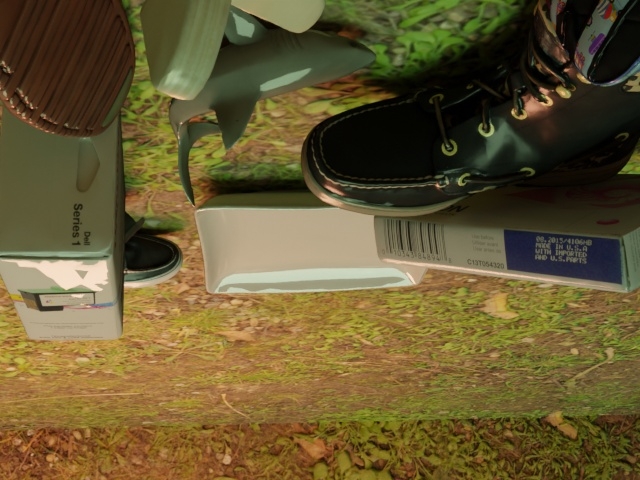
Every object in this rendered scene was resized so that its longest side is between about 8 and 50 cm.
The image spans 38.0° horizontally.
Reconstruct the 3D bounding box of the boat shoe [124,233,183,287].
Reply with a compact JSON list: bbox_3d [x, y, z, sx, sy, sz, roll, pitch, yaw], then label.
[{"bbox_3d":[-0.307,0.013,1.299,0.228,0.080,0.076,7,159,-7],"label":"boat shoe"}]

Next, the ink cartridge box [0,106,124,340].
[{"bbox_3d":[-0.277,-0.024,1.022,0.117,0.202,0.278,0,158,-10],"label":"ink cartridge box"}]

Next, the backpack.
[{"bbox_3d":[0.254,-0.200,0.685,0.116,0.158,0.173,3,136,-24],"label":"backpack"}]

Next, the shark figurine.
[{"bbox_3d":[-0.097,-0.127,0.922,0.166,0.116,0.278,18,148,-41],"label":"shark figurine"}]

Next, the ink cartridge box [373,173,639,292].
[{"bbox_3d":[0.287,-0.034,1.063,0.330,0.072,0.324,-22,-162,-39],"label":"ink cartridge box"}]

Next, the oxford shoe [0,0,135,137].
[{"bbox_3d":[-0.283,-0.197,0.741,0.146,0.141,0.397,22,172,21],"label":"oxford shoe"}]

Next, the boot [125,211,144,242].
[{"bbox_3d":[-0.341,-0.021,1.211,0.197,0.137,0.077,34,158,11],"label":"boot"}]

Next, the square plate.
[{"bbox_3d":[0.000,0.000,1.344,0.347,0.049,0.344,-2,159,-5],"label":"square plate"}]

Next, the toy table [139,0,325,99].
[{"bbox_3d":[-0.059,-0.221,0.541,0.274,0.252,0.161,24,131,-29],"label":"toy table"}]

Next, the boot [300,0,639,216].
[{"bbox_3d":[0.180,-0.141,0.892,0.377,0.138,0.284,-4,160,-11],"label":"boot"}]
